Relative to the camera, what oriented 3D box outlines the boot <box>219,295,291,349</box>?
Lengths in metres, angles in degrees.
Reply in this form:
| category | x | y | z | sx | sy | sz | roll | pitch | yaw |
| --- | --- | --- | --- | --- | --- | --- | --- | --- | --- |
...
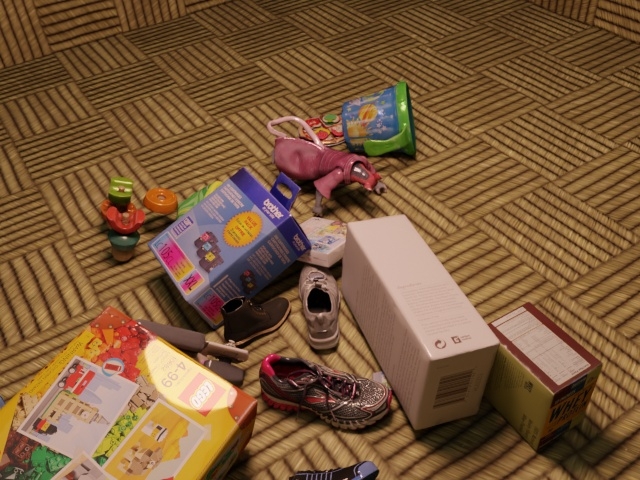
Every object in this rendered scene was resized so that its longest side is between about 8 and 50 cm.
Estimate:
| category | x | y | z | sx | sy | sz | roll | pitch | yaw |
| --- | --- | --- | --- | --- | --- | --- | --- | --- | --- |
| boot | -0.154 | 0.168 | 1.586 | 0.076 | 0.137 | 0.198 | 30 | 51 | 32 |

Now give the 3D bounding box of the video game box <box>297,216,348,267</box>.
| category | x | y | z | sx | sy | sz | roll | pitch | yaw |
| --- | --- | --- | --- | --- | --- | --- | --- | --- | --- |
| video game box | 0.000 | 0.000 | 1.778 | 0.187 | 0.048 | 0.205 | 9 | 26 | 33 |

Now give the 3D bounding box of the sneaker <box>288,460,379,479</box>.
| category | x | y | z | sx | sy | sz | roll | pitch | yaw |
| --- | --- | --- | --- | --- | --- | --- | --- | --- | --- |
| sneaker | -0.001 | 0.476 | 1.262 | 0.232 | 0.081 | 0.090 | -24 | 52 | -19 |

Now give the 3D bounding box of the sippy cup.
| category | x | y | z | sx | sy | sz | roll | pitch | yaw |
| --- | --- | --- | --- | --- | --- | --- | --- | --- | --- |
| sippy cup | 0.190 | -0.388 | 2.147 | 0.223 | 0.240 | 0.305 | -7 | 1 | 13 |

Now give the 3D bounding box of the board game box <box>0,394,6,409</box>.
| category | x | y | z | sx | sy | sz | roll | pitch | yaw |
| --- | --- | --- | --- | --- | --- | --- | --- | --- | --- |
| board game box | -0.660 | 0.423 | 1.281 | 0.039 | 0.212 | 0.160 | 14 | 44 | 21 |

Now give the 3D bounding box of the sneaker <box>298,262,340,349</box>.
| category | x | y | z | sx | sy | sz | roll | pitch | yaw |
| --- | --- | --- | --- | --- | --- | --- | --- | --- | --- |
| sneaker | 0.003 | 0.134 | 1.626 | 0.105 | 0.115 | 0.281 | -8 | 39 | -5 |

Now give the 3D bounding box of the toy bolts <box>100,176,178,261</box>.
| category | x | y | z | sx | sy | sz | roll | pitch | yaw |
| --- | --- | --- | --- | --- | --- | --- | --- | --- | --- |
| toy bolts | -0.531 | -0.046 | 1.872 | 0.218 | 0.159 | 0.229 | 9 | 35 | -12 |

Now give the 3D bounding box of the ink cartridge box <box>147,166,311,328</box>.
| category | x | y | z | sx | sy | sz | roll | pitch | yaw |
| --- | --- | --- | --- | --- | --- | --- | --- | --- | --- |
| ink cartridge box | -0.213 | -0.008 | 1.692 | 0.395 | 0.151 | 0.270 | -39 | 49 | -8 |

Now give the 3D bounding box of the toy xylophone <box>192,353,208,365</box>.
| category | x | y | z | sx | sy | sz | roll | pitch | yaw |
| --- | --- | --- | --- | --- | --- | --- | --- | --- | --- |
| toy xylophone | -0.436 | 0.291 | 1.512 | 0.322 | 0.081 | 0.236 | 17 | 46 | 23 |

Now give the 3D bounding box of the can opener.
| category | x | y | z | sx | sy | sz | roll | pitch | yaw |
| --- | --- | --- | --- | --- | --- | --- | --- | --- | --- |
| can opener | -0.289 | 0.246 | 1.454 | 0.280 | 0.074 | 0.093 | 22 | 50 | -20 |

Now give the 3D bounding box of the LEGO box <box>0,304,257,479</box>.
| category | x | y | z | sx | sy | sz | roll | pitch | yaw |
| --- | --- | --- | --- | --- | --- | --- | --- | --- | --- |
| LEGO box | -0.411 | 0.426 | 1.192 | 0.372 | 0.193 | 0.500 | 29 | 52 | 13 |

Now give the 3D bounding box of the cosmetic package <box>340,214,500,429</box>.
| category | x | y | z | sx | sy | sz | roll | pitch | yaw |
| --- | --- | --- | --- | --- | --- | --- | --- | --- | --- |
| cosmetic package | 0.201 | 0.166 | 1.475 | 0.161 | 0.230 | 0.453 | -10 | 41 | -17 |

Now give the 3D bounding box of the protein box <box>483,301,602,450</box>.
| category | x | y | z | sx | sy | sz | roll | pitch | yaw |
| --- | --- | --- | --- | --- | --- | --- | --- | --- | --- |
| protein box | 0.443 | 0.280 | 1.358 | 0.135 | 0.200 | 0.201 | -23 | 45 | -21 |

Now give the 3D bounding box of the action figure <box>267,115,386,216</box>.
| category | x | y | z | sx | sy | sz | roll | pitch | yaw |
| --- | --- | --- | --- | --- | --- | --- | --- | --- | --- |
| action figure | 0.046 | -0.235 | 1.949 | 0.248 | 0.276 | 0.370 | -30 | 33 | -35 |

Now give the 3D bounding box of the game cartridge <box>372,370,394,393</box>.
| category | x | y | z | sx | sy | sz | roll | pitch | yaw |
| --- | --- | --- | --- | --- | --- | --- | --- | --- | --- |
| game cartridge | 0.159 | 0.321 | 1.477 | 0.083 | 0.017 | 0.056 | -2 | 37 | 2 |

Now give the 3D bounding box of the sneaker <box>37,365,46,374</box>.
| category | x | y | z | sx | sy | sz | roll | pitch | yaw |
| --- | --- | --- | --- | --- | --- | --- | --- | --- | --- |
| sneaker | -0.646 | 0.351 | 1.495 | 0.064 | 0.061 | 0.158 | -17 | 33 | 28 |

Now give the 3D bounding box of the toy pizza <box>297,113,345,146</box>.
| category | x | y | z | sx | sy | sz | roll | pitch | yaw |
| --- | --- | --- | --- | --- | --- | --- | --- | --- | --- |
| toy pizza | 0.018 | -0.396 | 2.296 | 0.201 | 0.032 | 0.201 | -3 | 41 | 2 |

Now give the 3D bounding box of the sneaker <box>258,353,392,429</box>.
| category | x | y | z | sx | sy | sz | roll | pitch | yaw |
| --- | --- | --- | --- | --- | --- | --- | --- | --- | --- |
| sneaker | 0.006 | 0.324 | 1.414 | 0.299 | 0.112 | 0.121 | 6 | 42 | 11 |

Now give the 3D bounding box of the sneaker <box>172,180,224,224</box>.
| category | x | y | z | sx | sy | sz | roll | pitch | yaw |
| --- | --- | --- | --- | --- | --- | --- | --- | --- | --- |
| sneaker | -0.373 | -0.055 | 1.908 | 0.123 | 0.109 | 0.296 | -7 | 36 | 42 |
